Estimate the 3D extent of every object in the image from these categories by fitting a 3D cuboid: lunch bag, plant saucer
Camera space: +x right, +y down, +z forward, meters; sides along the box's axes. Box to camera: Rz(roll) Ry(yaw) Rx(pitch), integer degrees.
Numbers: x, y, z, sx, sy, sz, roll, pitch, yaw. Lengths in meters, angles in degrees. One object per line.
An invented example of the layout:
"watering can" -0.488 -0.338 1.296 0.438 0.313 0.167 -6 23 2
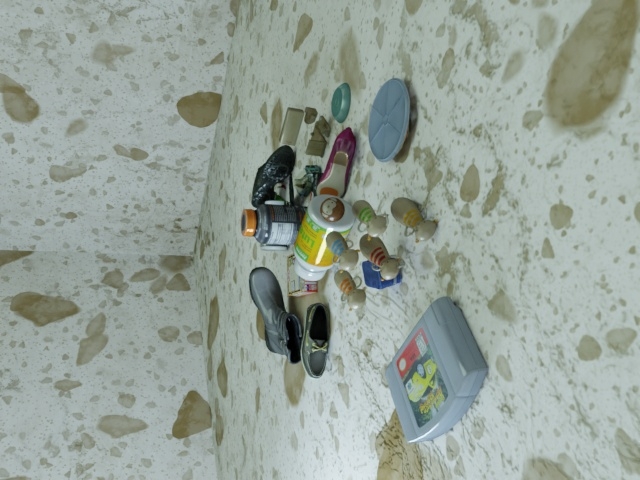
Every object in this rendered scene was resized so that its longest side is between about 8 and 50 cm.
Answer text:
"lunch bag" 0.146 0.075 1.357 0.098 0.065 0.067 -170 68 -67
"plant saucer" 0.057 -0.411 1.704 0.119 0.021 0.119 -178 90 -70

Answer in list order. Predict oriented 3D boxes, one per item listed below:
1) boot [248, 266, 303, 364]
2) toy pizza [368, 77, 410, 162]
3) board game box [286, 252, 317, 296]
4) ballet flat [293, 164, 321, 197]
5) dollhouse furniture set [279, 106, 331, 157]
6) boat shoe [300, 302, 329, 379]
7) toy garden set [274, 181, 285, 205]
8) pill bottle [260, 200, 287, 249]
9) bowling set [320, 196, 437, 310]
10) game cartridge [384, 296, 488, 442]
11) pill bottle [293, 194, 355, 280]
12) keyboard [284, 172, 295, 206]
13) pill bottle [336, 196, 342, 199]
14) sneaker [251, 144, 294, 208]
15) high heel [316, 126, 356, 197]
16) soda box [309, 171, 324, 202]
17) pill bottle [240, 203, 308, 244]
"boot" -0.140 0.252 1.999 0.223 0.118 0.338 -6 103 67
"toy pizza" 0.171 -0.288 1.377 0.201 0.032 0.201 -176 90 -69
"board game box" -0.066 0.111 1.934 0.193 0.045 0.147 155 115 -67
"ballet flat" -0.057 -0.202 1.920 0.188 0.070 0.070 130 138 -58
"dollhouse furniture set" -0.059 -0.366 1.825 0.123 0.151 0.144 -114 35 -49
"boat shoe" -0.013 0.301 1.721 0.068 0.081 0.228 135 136 -66
"toy garden set" -0.196 -0.184 2.302 0.244 0.049 0.204 -138 54 -64
"pill bottle" -0.175 -0.054 2.158 0.103 0.103 0.184 168 103 -69
"bowling set" 0.083 0.005 1.230 0.287 0.200 0.154 -54 33 13
"game cartridge" 0.223 0.278 1.150 0.294 0.060 0.196 112 148 -42
"pill bottle" 0.000 0.000 1.645 0.246 0.136 0.136 112 152 -41
"keyboard" -0.111 -0.146 2.014 0.192 0.038 0.100 90 173 -61
"pill bottle" 0.040 -0.090 1.682 0.083 0.043 0.043 115 150 -44
"sneaker" -0.195 -0.259 2.182 0.286 0.109 0.130 -53 35 30
"high heel" 0.047 -0.212 1.662 0.244 0.082 0.117 101 -176 -51
"soda box" 0.001 -0.124 1.762 0.053 0.060 0.169 -153 68 -68
"pill bottle" -0.131 -0.052 1.840 0.130 0.245 0.130 -177 90 -69
